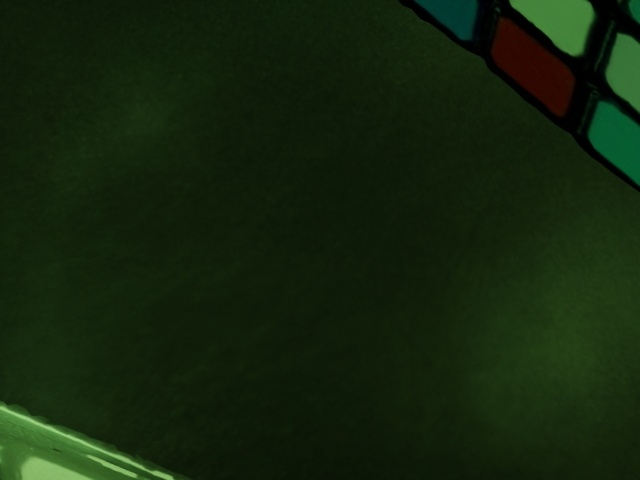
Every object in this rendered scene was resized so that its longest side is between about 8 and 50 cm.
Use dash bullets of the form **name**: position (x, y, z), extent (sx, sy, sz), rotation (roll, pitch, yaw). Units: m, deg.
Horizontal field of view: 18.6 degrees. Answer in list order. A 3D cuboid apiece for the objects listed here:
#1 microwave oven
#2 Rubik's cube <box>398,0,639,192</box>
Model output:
- **microwave oven**: position (0.000, 0.000, 0.757), extent (0.432, 0.374, 0.236), rotation (23, 157, -2)
- **Rubik's cube**: position (0.094, -0.154, 0.495), extent (0.184, 0.187, 0.182), rotation (40, 161, 14)
